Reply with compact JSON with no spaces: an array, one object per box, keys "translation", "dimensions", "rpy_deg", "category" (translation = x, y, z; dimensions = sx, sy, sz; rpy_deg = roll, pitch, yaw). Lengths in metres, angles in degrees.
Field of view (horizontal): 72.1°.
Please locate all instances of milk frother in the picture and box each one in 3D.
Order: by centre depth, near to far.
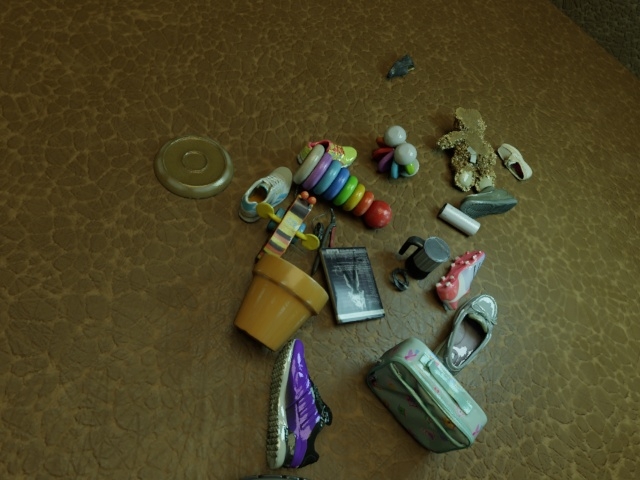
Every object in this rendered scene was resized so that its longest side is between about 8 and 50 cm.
[{"translation":[0.295,0.074,1.316],"dimensions":[0.129,0.135,0.143],"rpy_deg":[19,58,-7],"category":"milk frother"}]

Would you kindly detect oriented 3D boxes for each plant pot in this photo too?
[{"translation":[-0.115,0.167,1.108],"dimensions":[0.205,0.205,0.188],"rpy_deg":[34,73,2],"category":"plant pot"},{"translation":[-0.378,-0.232,1.325],"dimensions":[0.236,0.032,0.236],"rpy_deg":[8,61,-14],"category":"plant pot"}]

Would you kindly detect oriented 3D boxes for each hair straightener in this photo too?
[{"translation":[0.000,0.000,1.309],"dimensions":[0.089,0.047,0.230],"rpy_deg":[15,64,-9],"category":"hair straightener"}]

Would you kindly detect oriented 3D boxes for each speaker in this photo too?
[{"translation":[0.473,-0.071,1.501],"dimensions":[0.136,0.055,0.055],"rpy_deg":[32,57,1],"category":"speaker"}]

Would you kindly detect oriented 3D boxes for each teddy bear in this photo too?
[{"translation":[0.554,-0.327,1.653],"dimensions":[0.245,0.113,0.338],"rpy_deg":[-13,74,-16],"category":"teddy bear"}]

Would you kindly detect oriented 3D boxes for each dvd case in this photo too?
[{"translation":[0.091,0.123,1.263],"dimensions":[0.164,0.018,0.221],"rpy_deg":[-1,66,-33],"category":"dvd case"}]

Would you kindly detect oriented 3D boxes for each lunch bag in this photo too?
[{"translation":[0.250,0.380,1.080],"dimensions":[0.108,0.224,0.279],"rpy_deg":[-37,79,-31],"category":"lunch bag"}]

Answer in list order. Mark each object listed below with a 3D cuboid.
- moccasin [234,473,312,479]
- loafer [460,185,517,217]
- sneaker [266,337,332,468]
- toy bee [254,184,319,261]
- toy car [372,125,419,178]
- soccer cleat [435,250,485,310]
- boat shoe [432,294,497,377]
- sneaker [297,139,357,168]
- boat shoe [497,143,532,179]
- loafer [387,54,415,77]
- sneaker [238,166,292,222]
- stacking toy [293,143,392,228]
[{"translation":[-0.035,0.598,0.931],"dimensions":[0.380,0.139,0.147],"rpy_deg":[25,48,-15],"category":"moccasin"},{"translation":[0.585,-0.141,1.564],"dimensions":[0.251,0.094,0.087],"rpy_deg":[-4,58,-30],"category":"loafer"},{"translation":[-0.042,0.390,1.061],"dimensions":[0.146,0.102,0.293],"rpy_deg":[12,64,-17],"category":"sneaker"},{"translation":[-0.087,-0.070,1.246],"dimensions":[0.195,0.162,0.298],"rpy_deg":[15,62,-21],"category":"toy bee"},{"translation":[0.251,-0.291,1.513],"dimensions":[0.136,0.159,0.182],"rpy_deg":[-28,71,8],"category":"toy car"},{"translation":[0.449,0.118,1.388],"dimensions":[0.248,0.083,0.095],"rpy_deg":[-37,108,-36],"category":"soccer cleat"},{"translation":[0.434,0.269,1.273],"dimensions":[0.118,0.103,0.320],"rpy_deg":[46,59,9],"category":"boat shoe"},{"translation":[0.034,-0.290,1.455],"dimensions":[0.208,0.094,0.081],"rpy_deg":[-9,64,-24],"category":"sneaker"},{"translation":[0.753,-0.306,1.717],"dimensions":[0.059,0.063,0.170],"rpy_deg":[-30,75,-35],"category":"boat shoe"},{"translation":[0.334,-0.705,1.803],"dimensions":[0.061,0.062,0.170],"rpy_deg":[44,59,3],"category":"loafer"},{"translation":[-0.153,-0.151,1.319],"dimensions":[0.087,0.092,0.229],"rpy_deg":[34,56,4],"category":"sneaker"},{"translation":[0.082,-0.151,1.377],"dimensions":[0.330,0.141,0.141],"rpy_deg":[35,57,-11],"category":"stacking toy"}]
